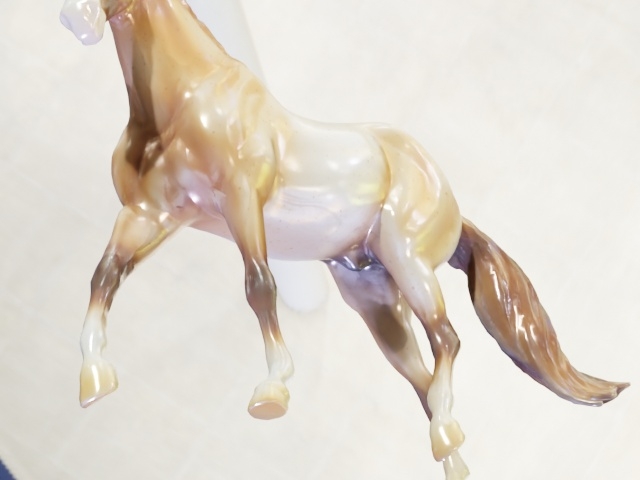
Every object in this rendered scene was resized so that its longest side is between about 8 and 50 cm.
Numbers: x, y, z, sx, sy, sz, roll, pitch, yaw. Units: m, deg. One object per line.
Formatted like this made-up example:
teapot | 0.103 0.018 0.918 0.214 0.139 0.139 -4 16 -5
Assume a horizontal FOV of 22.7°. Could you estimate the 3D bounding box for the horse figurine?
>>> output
horse figurine | 0.000 0.000 0.587 0.066 0.263 0.174 -35 -132 36
